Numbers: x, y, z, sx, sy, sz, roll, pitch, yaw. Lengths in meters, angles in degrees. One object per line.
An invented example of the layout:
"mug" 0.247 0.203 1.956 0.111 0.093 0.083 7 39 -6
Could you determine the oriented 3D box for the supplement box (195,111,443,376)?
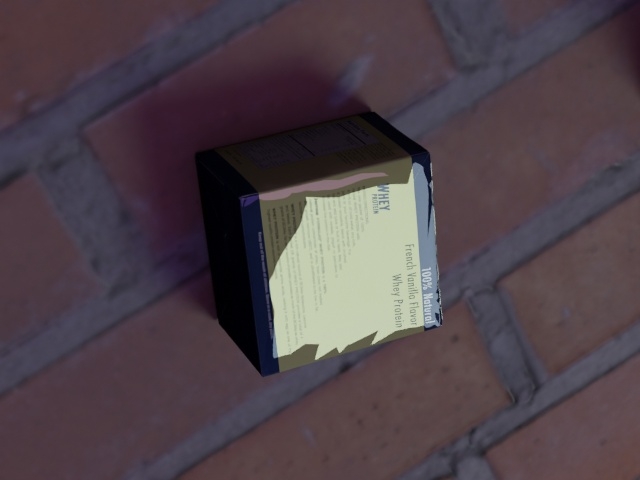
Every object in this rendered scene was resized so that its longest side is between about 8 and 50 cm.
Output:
"supplement box" 0.000 0.000 0.717 0.083 0.056 0.083 -15 117 -18
